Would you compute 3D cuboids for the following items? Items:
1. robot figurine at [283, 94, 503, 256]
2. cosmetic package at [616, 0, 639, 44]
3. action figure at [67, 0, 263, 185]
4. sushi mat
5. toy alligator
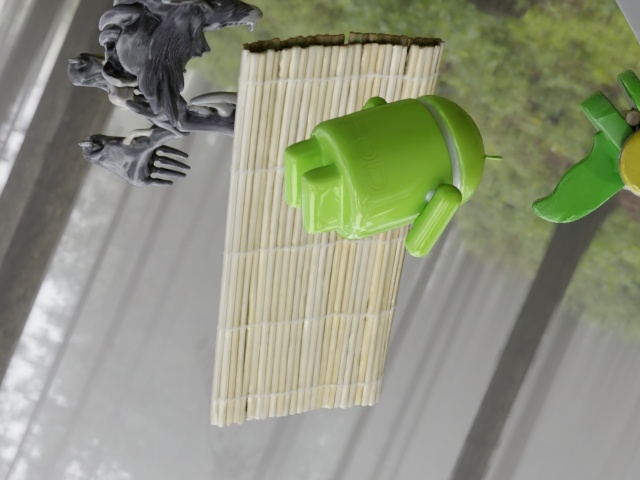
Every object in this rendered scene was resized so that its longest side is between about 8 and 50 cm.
[{"bbox_3d":[0.039,-0.041,0.666,0.115,0.067,0.101,-17,-137,-18],"label":"robot figurine"},{"bbox_3d":[0.342,-0.277,1.221,0.127,0.107,0.238,25,-139,-45],"label":"cosmetic package"},{"bbox_3d":[-0.097,-0.136,0.874,0.140,0.164,0.275,-6,169,-22],"label":"action figure"},{"bbox_3d":[0.000,0.000,0.887,0.151,0.317,0.019,-7,-147,-22],"label":"sushi mat"},{"bbox_3d":[0.171,-0.056,0.483,0.189,0.051,0.056,-17,-175,9],"label":"toy alligator"}]
